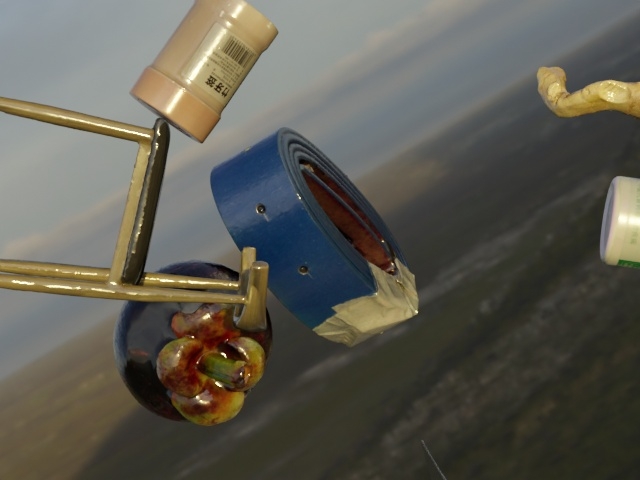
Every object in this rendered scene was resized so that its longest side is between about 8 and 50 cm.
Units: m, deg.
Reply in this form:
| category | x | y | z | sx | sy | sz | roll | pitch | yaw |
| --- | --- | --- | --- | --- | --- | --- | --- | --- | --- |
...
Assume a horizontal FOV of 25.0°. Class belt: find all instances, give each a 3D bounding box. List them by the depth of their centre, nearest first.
| category | x | y | z | sx | sy | sz | roll | pitch | yaw |
| --- | --- | --- | --- | --- | --- | --- | --- | --- | --- |
| belt | 0.000 | 0.000 | 1.886 | 0.117 | 0.347 | 0.212 | -29 | 45 | 17 |

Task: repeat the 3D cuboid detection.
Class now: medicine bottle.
| category | x | y | z | sx | sy | sz | roll | pitch | yaw |
| --- | --- | --- | --- | --- | --- | --- | --- | --- | --- |
| medicine bottle | 0.549 | -0.011 | 2.081 | 0.274 | 0.133 | 0.133 | 8 | 8 | 4 |

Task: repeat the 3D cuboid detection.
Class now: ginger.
| category | x | y | z | sx | sy | sz | roll | pitch | yaw |
| --- | --- | --- | --- | --- | --- | --- | --- | --- | --- |
| ginger | 0.395 | -0.164 | 1.786 | 0.288 | 0.089 | 0.075 | 14 | 66 | 31 |

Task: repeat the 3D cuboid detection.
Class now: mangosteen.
| category | x | y | z | sx | sy | sz | roll | pitch | yaw |
| --- | --- | --- | --- | --- | --- | --- | --- | --- | --- |
| mangosteen | -0.142 | 0.126 | 1.669 | 0.194 | 0.194 | 0.230 | -30 | 26 | -5 |

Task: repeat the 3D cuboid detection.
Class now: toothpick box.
| category | x | y | z | sx | sy | sz | roll | pitch | yaw |
| --- | --- | --- | --- | --- | --- | --- | --- | --- | --- |
| toothpick box | -0.126 | -0.193 | 1.564 | 0.149 | 0.098 | 0.098 | -56 | 6 | -3 |

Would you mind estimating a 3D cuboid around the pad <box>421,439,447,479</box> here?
| category | x | y | z | sx | sy | sz | roll | pitch | yaw |
| --- | --- | --- | --- | --- | --- | --- | --- | --- | --- |
| pad | 0.131 | 0.319 | 1.158 | 0.005 | 0.299 | 0.202 | -15 | 2 | -2 |

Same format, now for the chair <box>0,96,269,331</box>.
| category | x | y | z | sx | sy | sz | roll | pitch | yaw |
| --- | --- | --- | --- | --- | --- | --- | --- | --- | --- |
| chair | -0.164 | -0.025 | 1.264 | 0.272 | 0.166 | 0.188 | 12 | 1 | -7 |
